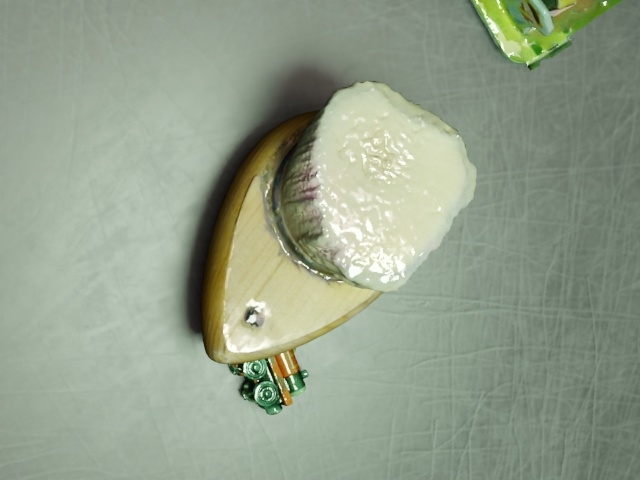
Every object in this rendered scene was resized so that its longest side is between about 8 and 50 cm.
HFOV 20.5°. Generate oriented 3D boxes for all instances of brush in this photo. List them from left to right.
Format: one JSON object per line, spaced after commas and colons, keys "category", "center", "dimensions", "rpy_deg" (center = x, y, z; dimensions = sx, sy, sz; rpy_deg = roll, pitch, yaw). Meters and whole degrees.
{"category": "brush", "center": [0.000, 0.000, 1.535], "dimensions": [0.174, 0.166, 0.266], "rpy_deg": [38, 76, -12]}

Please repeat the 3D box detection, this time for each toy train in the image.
{"category": "toy train", "center": [-0.049, 0.106, 1.618], "dimensions": [0.064, 0.044, 0.103], "rpy_deg": [-25, 100, -21]}

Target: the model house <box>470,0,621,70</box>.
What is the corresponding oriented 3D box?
{"category": "model house", "center": [0.255, -0.362, 1.503], "dimensions": [0.300, 0.323, 0.340], "rpy_deg": [-34, 102, -10]}
